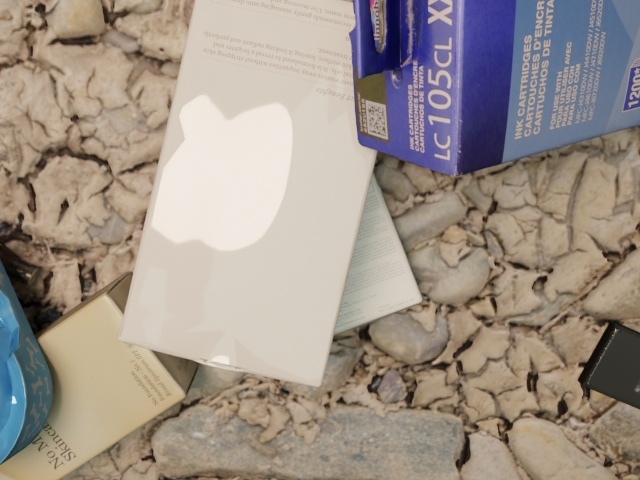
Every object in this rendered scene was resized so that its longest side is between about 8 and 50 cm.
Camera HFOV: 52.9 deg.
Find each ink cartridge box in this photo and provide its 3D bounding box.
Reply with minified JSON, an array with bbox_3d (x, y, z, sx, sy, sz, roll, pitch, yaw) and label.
[{"bbox_3d":[0.172,-0.220,0.556,0.396,0.151,0.269,-16,117,-26],"label":"ink cartridge box"},{"bbox_3d":[0.000,0.000,0.797,0.189,0.066,0.232,-21,88,3],"label":"ink cartridge box"}]

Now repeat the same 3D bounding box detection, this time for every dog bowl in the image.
[{"bbox_3d":[-0.398,0.112,0.700,0.166,0.074,0.297,-31,78,6],"label":"dog bowl"}]

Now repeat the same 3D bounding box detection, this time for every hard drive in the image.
[{"bbox_3d":[0.425,0.174,0.854,0.135,0.022,0.094,23,101,-6],"label":"hard drive"}]

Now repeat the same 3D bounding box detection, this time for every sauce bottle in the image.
[{"bbox_3d":[-0.411,0.018,0.788,0.128,0.042,0.042,26,100,-9],"label":"sauce bottle"}]

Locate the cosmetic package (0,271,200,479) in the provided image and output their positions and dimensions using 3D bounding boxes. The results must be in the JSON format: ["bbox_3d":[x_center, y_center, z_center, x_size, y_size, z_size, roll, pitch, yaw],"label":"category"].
[{"bbox_3d":[-0.324,0.193,0.793,0.310,0.113,0.160,-35,100,5],"label":"cosmetic package"}]

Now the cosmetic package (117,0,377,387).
[{"bbox_3d":[-0.056,-0.060,0.693,0.217,0.156,0.384,15,95,0],"label":"cosmetic package"}]
